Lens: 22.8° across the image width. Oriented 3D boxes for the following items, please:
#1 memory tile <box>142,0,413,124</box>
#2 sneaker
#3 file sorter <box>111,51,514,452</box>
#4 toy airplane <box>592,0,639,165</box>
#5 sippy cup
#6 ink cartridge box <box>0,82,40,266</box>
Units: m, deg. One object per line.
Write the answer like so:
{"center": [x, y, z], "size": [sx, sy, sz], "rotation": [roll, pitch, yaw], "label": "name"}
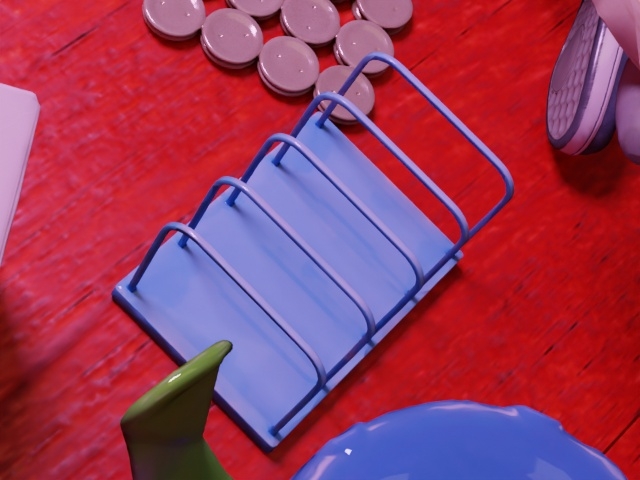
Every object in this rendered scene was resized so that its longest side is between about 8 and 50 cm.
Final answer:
{"center": [-0.023, -0.137, 0.935], "size": [0.148, 0.012, 0.113], "rotation": [26, 60, -7], "label": "memory tile"}
{"center": [0.238, -0.120, 0.984], "size": [0.163, 0.086, 0.226], "rotation": [26, 58, -5], "label": "sneaker"}
{"center": [0.000, 0.000, 0.826], "size": [0.118, 0.104, 0.170], "rotation": [45, 59, 4], "label": "file sorter"}
{"center": [0.301, 0.031, 0.819], "size": [0.384, 0.272, 0.386], "rotation": [2, 82, -24], "label": "toy airplane"}
{"center": [0.043, 0.183, 0.663], "size": [0.305, 0.224, 0.240], "rotation": [16, 58, -2], "label": "sippy cup"}
{"center": [-0.237, 0.046, 0.674], "size": [0.171, 0.168, 0.233], "rotation": [17, 61, -14], "label": "ink cartridge box"}
